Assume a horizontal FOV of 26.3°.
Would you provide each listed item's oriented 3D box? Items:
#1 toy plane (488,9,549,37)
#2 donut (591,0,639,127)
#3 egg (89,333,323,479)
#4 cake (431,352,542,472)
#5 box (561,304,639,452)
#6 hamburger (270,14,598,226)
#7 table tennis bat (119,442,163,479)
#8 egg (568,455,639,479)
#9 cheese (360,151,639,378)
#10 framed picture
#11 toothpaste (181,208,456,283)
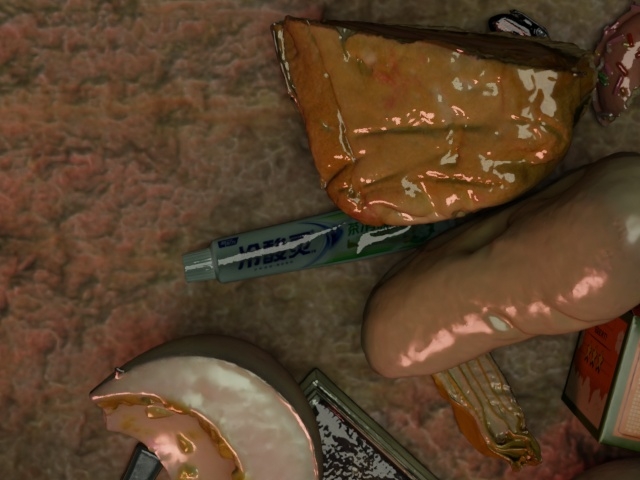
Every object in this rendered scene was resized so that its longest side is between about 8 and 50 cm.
[{"bbox_3d":[0.223,-0.197,1.452,0.145,0.037,0.060,35,99,-5],"label":"toy plane"},{"bbox_3d":[0.355,-0.198,1.442,0.166,0.065,0.117,-24,98,0],"label":"donut"},{"bbox_3d":[-0.096,0.202,1.430,0.206,0.162,0.271,-35,98,13],"label":"egg"},{"bbox_3d":[0.169,0.172,1.464,0.079,0.116,0.185,-21,102,-1],"label":"cake"},{"bbox_3d":[0.378,0.142,1.432,0.195,0.177,0.148,13,98,-4],"label":"box"},{"bbox_3d":[0.102,-0.113,1.385,0.330,0.162,0.209,12,106,18],"label":"hamburger"},{"bbox_3d":[-0.253,0.359,1.516,0.173,0.022,0.301,26,97,-5],"label":"table tennis bat"},{"bbox_3d":[0.335,0.329,1.438,0.337,0.201,0.337,-2,138,-2],"label":"egg"},{"bbox_3d":[0.182,0.038,1.327,0.328,0.351,0.130,-28,91,5],"label":"cheese"},{"bbox_3d":[0.023,0.320,1.522,0.296,0.019,0.232,42,94,-6],"label":"framed picture"},{"bbox_3d":[0.000,0.000,1.468,0.297,0.048,0.075,-12,99,-3],"label":"toothpaste"}]
